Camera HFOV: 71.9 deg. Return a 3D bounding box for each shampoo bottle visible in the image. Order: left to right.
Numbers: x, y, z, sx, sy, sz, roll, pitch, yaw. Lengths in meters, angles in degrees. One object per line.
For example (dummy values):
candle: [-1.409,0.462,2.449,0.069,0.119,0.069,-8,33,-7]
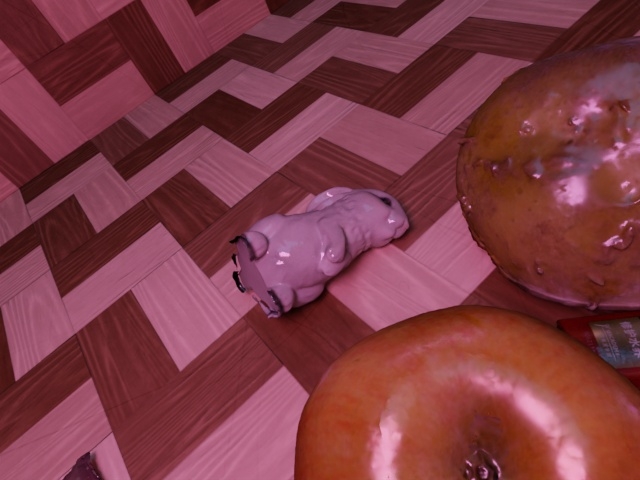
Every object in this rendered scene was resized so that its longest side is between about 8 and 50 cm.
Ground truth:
shampoo bottle: [0.504,0.142,0.601,0.314,0.076,0.118,-11,40,17]

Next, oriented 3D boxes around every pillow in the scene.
pillow: [-0.466,0.478,0.782,0.185,0.043,0.118,-43,49,-15]

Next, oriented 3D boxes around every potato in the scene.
potato: [0.425,-0.131,0.680,0.442,0.319,0.385,5,41,34]

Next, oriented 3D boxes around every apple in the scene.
apple: [0.158,0.256,0.477,0.391,0.346,0.391,-9,52,12]

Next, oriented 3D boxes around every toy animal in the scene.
toy animal: [0.000,0.000,0.914,0.357,0.194,0.258,-29,18,-24]
